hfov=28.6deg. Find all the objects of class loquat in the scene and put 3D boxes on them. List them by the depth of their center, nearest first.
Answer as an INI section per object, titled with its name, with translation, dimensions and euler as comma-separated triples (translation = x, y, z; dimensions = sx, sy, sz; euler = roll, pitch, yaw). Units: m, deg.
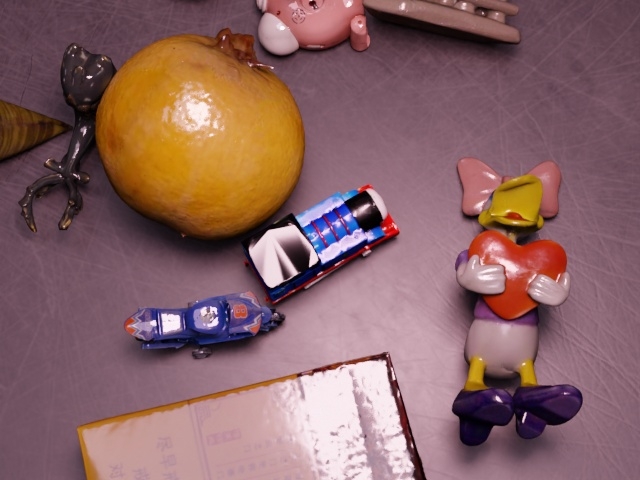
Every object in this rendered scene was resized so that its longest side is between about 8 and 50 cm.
[loquat]
translation = -0.153, -0.146, 1.634
dimensions = 0.274, 0.275, 0.275
euler = 0, 76, 2

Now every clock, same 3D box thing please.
[clock]
translation = -0.013, -0.345, 1.773
dimensions = 0.162, 0.093, 0.166
euler = -1, 76, 5

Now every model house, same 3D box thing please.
[model house]
translation = 0.173, -0.369, 1.743
dimensions = 0.229, 0.122, 0.188
euler = 12, 79, -10

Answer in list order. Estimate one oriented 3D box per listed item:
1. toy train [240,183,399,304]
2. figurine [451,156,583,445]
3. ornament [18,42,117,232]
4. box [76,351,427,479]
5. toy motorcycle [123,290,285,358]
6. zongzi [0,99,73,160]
[toy train]
translation = 0.000, 0.000, 1.662
dimensions = 0.204, 0.131, 0.083
euler = -30, 76, -6
[figurine]
translation = 0.246, 0.061, 1.614
dimensions = 0.154, 0.193, 0.421
euler = 5, 67, 2
[ornament]
translation = -0.334, -0.124, 1.673
dimensions = 0.080, 0.202, 0.236
euler = 21, 80, 0
[box]
translation = -0.074, 0.316, 1.592
dimensions = 0.415, 0.116, 0.264
euler = -14, 74, -2
[toy motorcycle]
translation = -0.148, 0.107, 1.648
dimensions = 0.205, 0.114, 0.076
euler = -6, 76, 0
[zongzi]
translation = -0.621, -0.217, 1.749
dimensions = 0.432, 0.208, 0.403
euler = -18, 52, -33
